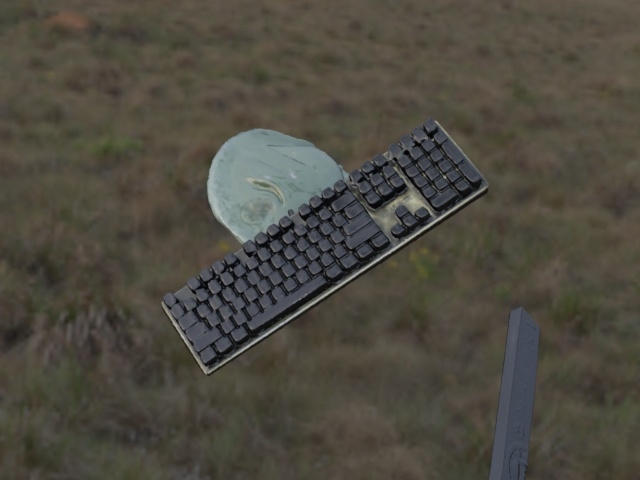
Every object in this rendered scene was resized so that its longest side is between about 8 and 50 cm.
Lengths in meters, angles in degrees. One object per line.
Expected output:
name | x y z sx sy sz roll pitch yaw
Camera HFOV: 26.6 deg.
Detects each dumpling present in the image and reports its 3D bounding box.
dumpling | -0.049 -0.044 1.526 0.153 0.108 0.219 18 30 22

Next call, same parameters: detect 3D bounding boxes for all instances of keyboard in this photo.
keyboard | 0.000 0.000 1.257 0.106 0.317 0.027 53 -6 31

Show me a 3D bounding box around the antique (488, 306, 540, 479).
antique | 0.156 0.130 1.073 0.015 0.031 0.192 -28 31 35
